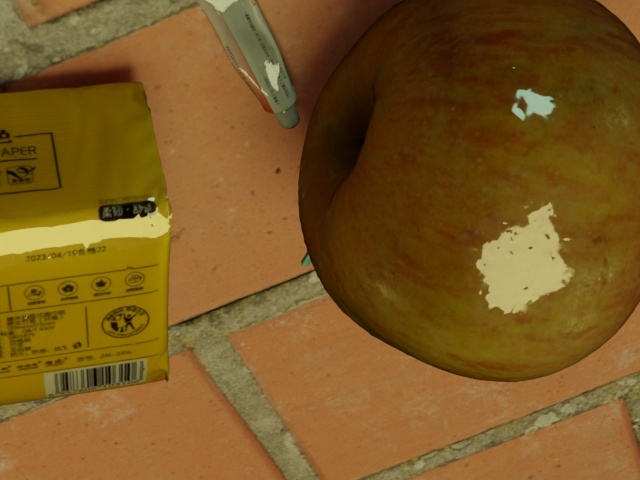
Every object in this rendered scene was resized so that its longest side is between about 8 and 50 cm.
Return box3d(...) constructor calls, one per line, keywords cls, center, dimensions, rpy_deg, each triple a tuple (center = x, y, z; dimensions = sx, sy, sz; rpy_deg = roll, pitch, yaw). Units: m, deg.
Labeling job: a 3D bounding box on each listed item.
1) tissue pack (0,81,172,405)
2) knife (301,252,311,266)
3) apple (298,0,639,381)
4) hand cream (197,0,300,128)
box3d(cls="tissue pack", center=(-0.348, 0.016, 1.389), dimensions=(0.382, 0.228, 0.293), rpy_deg=(-8, 139, -14))
box3d(cls="knife", center=(0.000, 0.000, 1.665), dimensions=(0.014, 0.005, 0.091), rpy_deg=(9, 132, -26))
box3d(cls="apple", center=(0.151, -0.057, 1.369), dimensions=(0.333, 0.400, 0.400), rpy_deg=(1, 136, -10))
box3d(cls="hand cream", center=(-0.071, -0.193, 1.409), dimensions=(0.052, 0.038, 0.216), rpy_deg=(-39, 134, -12))
